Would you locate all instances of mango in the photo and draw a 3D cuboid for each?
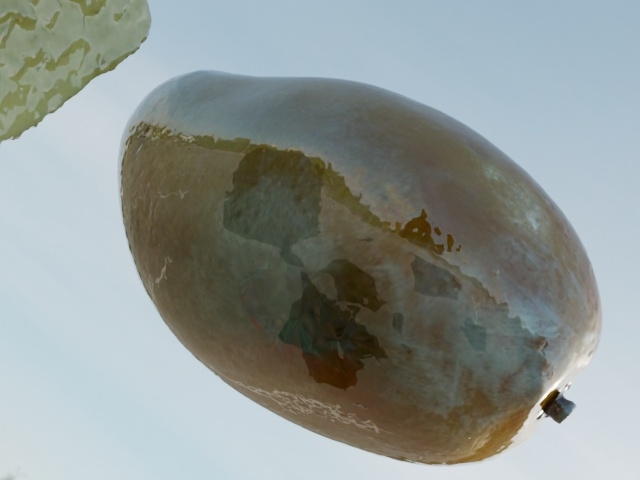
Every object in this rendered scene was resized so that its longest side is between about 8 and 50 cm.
[{"bbox_3d":[0.000,0.000,0.669,0.384,0.199,0.221,36,-57,30],"label":"mango"}]

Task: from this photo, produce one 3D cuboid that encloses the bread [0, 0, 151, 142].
[{"bbox_3d":[-0.223,-0.172,0.488,0.198,0.236,0.263,19,-43,36],"label":"bread"}]
